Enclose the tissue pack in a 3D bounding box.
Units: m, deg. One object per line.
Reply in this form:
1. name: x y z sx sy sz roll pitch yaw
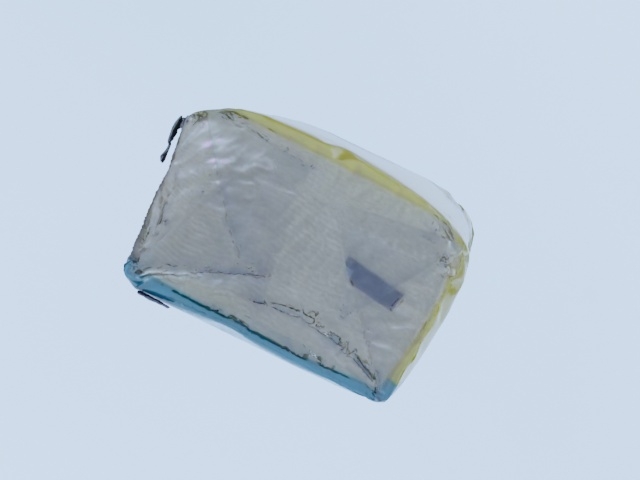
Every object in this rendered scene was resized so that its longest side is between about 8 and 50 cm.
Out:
1. tissue pack: 0.000 0.000 1.019 0.192 0.271 0.134 25 -85 4
